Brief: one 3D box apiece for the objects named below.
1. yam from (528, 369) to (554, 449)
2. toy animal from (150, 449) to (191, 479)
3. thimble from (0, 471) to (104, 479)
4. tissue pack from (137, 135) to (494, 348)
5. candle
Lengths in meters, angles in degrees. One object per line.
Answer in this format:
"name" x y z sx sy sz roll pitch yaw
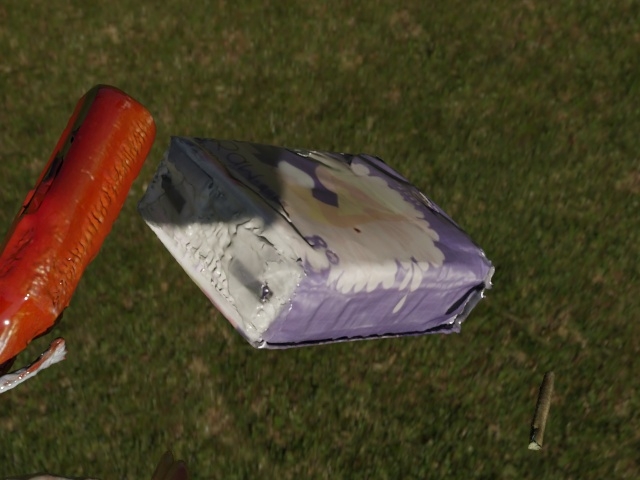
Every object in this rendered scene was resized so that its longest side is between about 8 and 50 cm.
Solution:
"yam" 0.200 0.152 1.062 0.014 0.014 0.107 19 36 7
"toy animal" -0.168 0.268 1.118 0.083 0.159 0.070 23 26 4
"thimble" -0.179 0.290 0.931 0.229 0.196 0.148 29 53 -20
"tissue pack" 0.000 0.000 1.273 0.343 0.125 0.242 0 38 -49
"candle" -0.111 0.001 0.513 0.048 0.053 0.162 18 57 2
